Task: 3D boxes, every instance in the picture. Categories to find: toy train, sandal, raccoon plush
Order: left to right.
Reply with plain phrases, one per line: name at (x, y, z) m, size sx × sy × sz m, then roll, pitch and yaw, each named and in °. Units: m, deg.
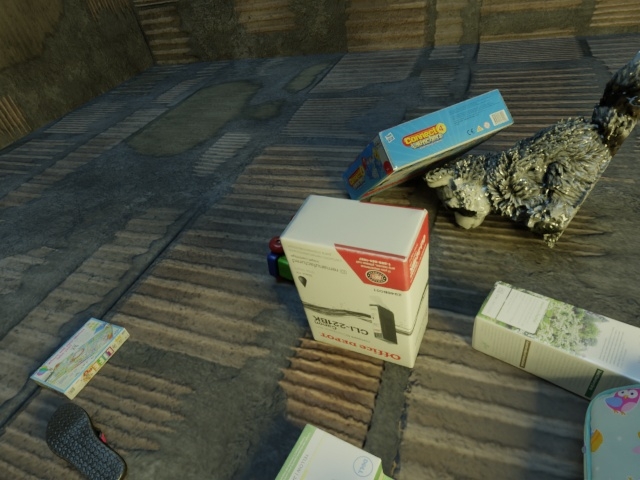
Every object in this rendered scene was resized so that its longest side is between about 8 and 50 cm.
sandal at (-0.381, 0.339, 0.660) m, size 0.179 × 0.040 × 0.067 m, roll 31°, pitch 60°, yaw 23°
toy train at (0.000, 0.000, 0.924) m, size 0.144 × 0.105 × 0.248 m, roll 21°, pitch 48°, yaw 20°
raccoon plush at (0.433, -0.204, 0.845) m, size 0.299 × 0.446 × 0.216 m, roll 34°, pitch 13°, yaw 26°

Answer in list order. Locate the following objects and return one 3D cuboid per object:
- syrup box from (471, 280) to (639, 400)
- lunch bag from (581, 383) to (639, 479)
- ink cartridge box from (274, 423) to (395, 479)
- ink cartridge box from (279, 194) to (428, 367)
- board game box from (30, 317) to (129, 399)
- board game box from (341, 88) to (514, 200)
syrup box at (0.372, 0.160, 0.630) m, size 0.237 × 0.096 × 0.093 m, roll 21°, pitch 51°, yaw 33°
lunch bag at (0.390, 0.275, 0.409) m, size 0.108 × 0.224 × 0.279 m, roll 42°, pitch 48°, yaw -6°
ink cartridge box at (0.044, 0.362, 0.506) m, size 0.235 × 0.056 × 0.171 m, roll 12°, pitch 44°, yaw 29°
ink cartridge box at (0.070, 0.073, 0.676) m, size 0.197 × 0.272 × 0.114 m, roll 10°, pitch 48°, yaw 25°
board game box at (-0.480, 0.232, 0.816) m, size 0.104 × 0.026 × 0.154 m, roll 10°, pitch 44°, yaw 24°
board game box at (0.237, -0.215, 0.986) m, size 0.309 × 0.086 × 0.302 m, roll -23°, pitch -2°, yaw -14°
